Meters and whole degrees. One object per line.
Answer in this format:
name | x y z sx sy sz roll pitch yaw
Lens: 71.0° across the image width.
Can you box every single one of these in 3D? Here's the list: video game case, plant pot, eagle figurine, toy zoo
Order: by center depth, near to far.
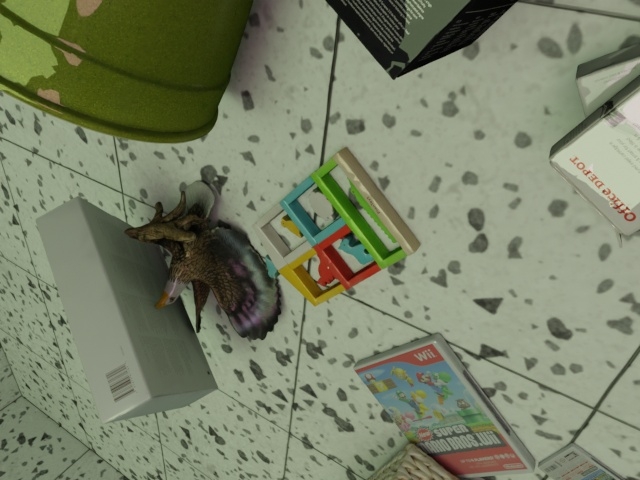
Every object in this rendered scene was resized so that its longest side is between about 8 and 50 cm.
plant pot | -0.211 -0.368 0.518 0.366 0.366 0.353 43 119 5
video game case | 0.430 0.384 0.719 0.122 0.011 0.087 35 130 12
toy zoo | 0.000 0.000 0.769 0.192 0.030 0.293 52 132 -3
video game case | 0.214 0.311 0.812 0.204 0.025 0.285 -34 95 42
eagle figurine | -0.234 0.058 0.887 0.298 0.225 0.226 52 -176 -43

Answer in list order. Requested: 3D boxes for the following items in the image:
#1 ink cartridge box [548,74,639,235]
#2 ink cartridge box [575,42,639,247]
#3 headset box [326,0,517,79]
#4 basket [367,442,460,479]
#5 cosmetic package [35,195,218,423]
ink cartridge box | 0.282 -0.085 0.375 0.099 0.056 0.135 45 128 1
ink cartridge box | 0.314 -0.096 0.454 0.060 0.104 0.180 -14 108 35
headset box | 0.157 -0.291 0.349 0.131 0.246 0.283 50 132 -1
basket | 0.191 0.624 0.830 0.331 0.266 0.328 35 137 13
cosmetic package | -0.352 0.135 0.853 0.098 0.284 0.377 -29 72 2
